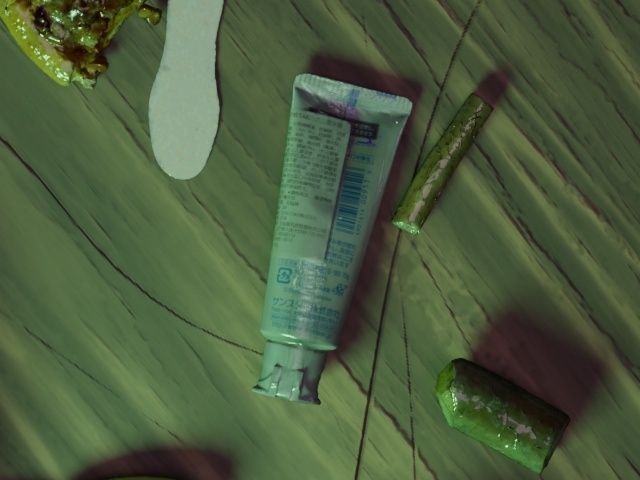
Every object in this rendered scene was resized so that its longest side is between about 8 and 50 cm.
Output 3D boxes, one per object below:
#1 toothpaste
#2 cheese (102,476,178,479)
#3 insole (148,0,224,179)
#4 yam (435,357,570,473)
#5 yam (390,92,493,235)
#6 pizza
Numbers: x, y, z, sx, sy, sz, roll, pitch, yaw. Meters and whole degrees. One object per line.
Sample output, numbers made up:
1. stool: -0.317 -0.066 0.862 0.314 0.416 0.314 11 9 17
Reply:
1. toothpaste: 0.000 0.000 1.271 0.114 0.073 0.299 13 86 -6
2. cheese: -0.235 0.274 1.270 0.255 0.050 0.127 7 95 -5
3. insole: -0.124 -0.155 1.271 0.065 0.004 0.197 4 94 -6
4. yam: 0.170 0.167 1.298 0.146 0.070 0.070 28 91 -7
5. yam: 0.115 -0.072 1.292 0.032 0.032 0.145 32 89 -8
6. pizza: -0.193 -0.233 1.224 0.194 0.069 0.154 -30 96 -1
